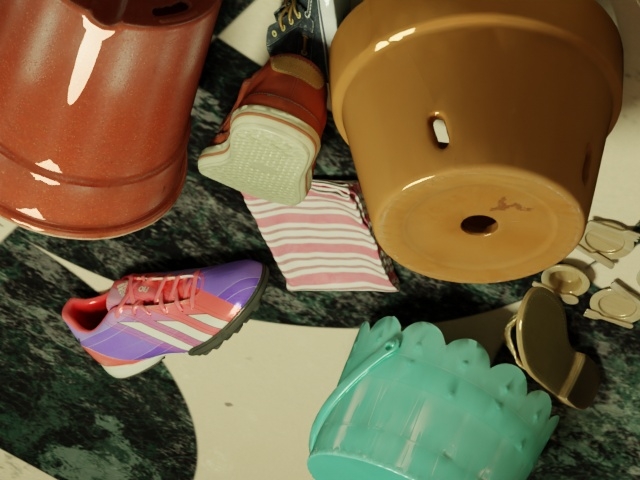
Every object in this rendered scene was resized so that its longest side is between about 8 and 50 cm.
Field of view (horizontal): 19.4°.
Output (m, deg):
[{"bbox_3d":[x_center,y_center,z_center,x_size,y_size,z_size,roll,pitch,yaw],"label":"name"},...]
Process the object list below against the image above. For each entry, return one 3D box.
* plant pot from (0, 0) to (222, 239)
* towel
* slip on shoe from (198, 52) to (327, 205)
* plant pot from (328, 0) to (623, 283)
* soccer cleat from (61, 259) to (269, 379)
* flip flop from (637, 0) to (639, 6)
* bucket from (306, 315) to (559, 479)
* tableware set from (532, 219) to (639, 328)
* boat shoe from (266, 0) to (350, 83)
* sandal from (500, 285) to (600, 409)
[{"bbox_3d":[-0.225,-0.189,1.844,0.272,0.272,0.265,22,134,-6],"label":"plant pot"},{"bbox_3d":[0.000,0.000,2.165,0.144,0.029,0.197,0,140,22],"label":"towel"},{"bbox_3d":[-0.053,-0.110,1.957,0.123,0.101,0.331,21,165,-4],"label":"slip on shoe"},{"bbox_3d":[0.149,-0.094,1.796,0.291,0.203,0.291,2,147,1],"label":"plant pot"},{"bbox_3d":[-0.192,0.081,2.285,0.116,0.109,0.318,42,139,-24],"label":"soccer cleat"},{"bbox_3d":[0.340,-0.220,1.709,0.112,0.080,0.277,-11,135,32],"label":"flip flop"},{"bbox_3d":[0.126,0.239,2.238,0.281,0.183,0.281,24,157,11],"label":"bucket"},{"bbox_3d":[0.327,0.041,2.098,0.141,0.020,0.169,26,142,-12],"label":"tableware set"},{"bbox_3d":[-0.015,-0.224,1.855,0.083,0.065,0.183,9,143,12],"label":"boat shoe"},{"bbox_3d":[0.248,0.124,2.185,0.079,0.088,0.240,17,160,37],"label":"sandal"}]
